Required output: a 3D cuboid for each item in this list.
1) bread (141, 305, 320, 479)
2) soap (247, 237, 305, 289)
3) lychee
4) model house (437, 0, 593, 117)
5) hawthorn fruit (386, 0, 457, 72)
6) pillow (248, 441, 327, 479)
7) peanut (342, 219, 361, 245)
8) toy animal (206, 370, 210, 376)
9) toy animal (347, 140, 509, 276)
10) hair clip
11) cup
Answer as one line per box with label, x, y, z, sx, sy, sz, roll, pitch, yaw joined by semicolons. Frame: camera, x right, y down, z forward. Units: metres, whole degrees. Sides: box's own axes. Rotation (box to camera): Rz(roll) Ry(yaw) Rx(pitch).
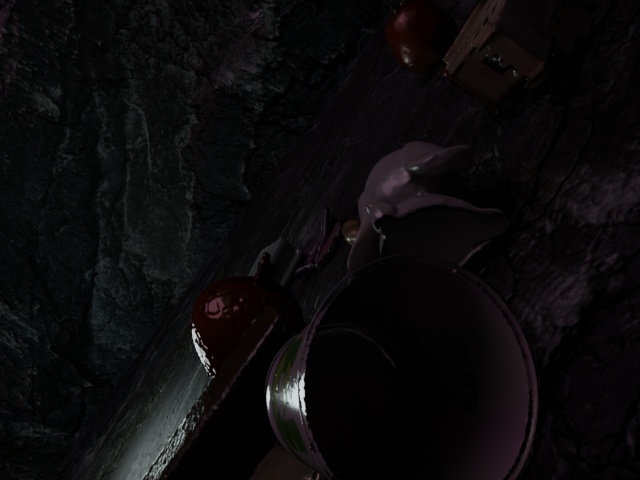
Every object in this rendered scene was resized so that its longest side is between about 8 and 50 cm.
bread;-0.137;0.317;1.135;0.416;0.165;0.113;-54;16;1
soap;-0.157;0.135;1.757;0.160;0.087;0.265;-28;30;60
lychee;-0.150;0.167;1.355;0.255;0.255;0.300;-158;71;-75
model house;0.326;-0.333;1.150;0.244;0.169;0.326;-48;12;53
hawthorn fruit;0.261;-0.562;1.755;0.185;0.202;0.185;-42;16;15
pillow;-0.059;0.368;0.988;0.119;0.053;0.208;-55;14;-16
peanut;0.077;-0.016;1.425;0.054;0.054;0.113;-53;17;7
toy animal;-0.213;0.304;1.539;0.220;0.108;0.062;87;-162;-51
toy animal;0.139;-0.035;1.014;0.249;0.174;0.289;-54;15;0
hair clip;0.007;0.003;1.624;0.146;0.056;0.187;-32;36;54
cup;0.062;0.166;0.726;0.253;0.253;0.274;-61;8;-21
